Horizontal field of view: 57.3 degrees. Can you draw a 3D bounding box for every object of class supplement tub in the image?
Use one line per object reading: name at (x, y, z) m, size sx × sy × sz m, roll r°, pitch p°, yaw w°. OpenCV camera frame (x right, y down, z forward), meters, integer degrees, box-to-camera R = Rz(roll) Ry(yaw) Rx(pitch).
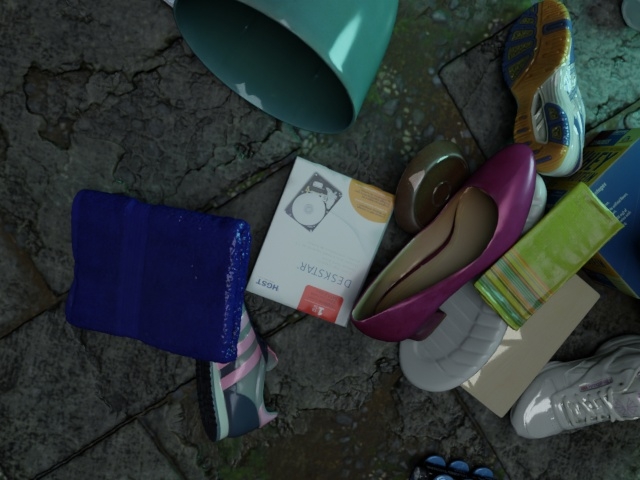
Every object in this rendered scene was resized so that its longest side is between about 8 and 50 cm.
supplement tub at (0.577, -0.409, 0.992) m, size 0.107 × 0.071 × 0.071 m, roll -29°, pitch 99°, yaw -1°

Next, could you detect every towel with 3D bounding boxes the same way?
towel at (-0.254, 0.051, 0.915) m, size 0.308 × 0.076 × 0.228 m, roll 11°, pitch 100°, yaw 20°
towel at (0.353, 0.025, 0.907) m, size 0.237 × 0.021 × 0.102 m, roll -44°, pitch 95°, yaw 0°

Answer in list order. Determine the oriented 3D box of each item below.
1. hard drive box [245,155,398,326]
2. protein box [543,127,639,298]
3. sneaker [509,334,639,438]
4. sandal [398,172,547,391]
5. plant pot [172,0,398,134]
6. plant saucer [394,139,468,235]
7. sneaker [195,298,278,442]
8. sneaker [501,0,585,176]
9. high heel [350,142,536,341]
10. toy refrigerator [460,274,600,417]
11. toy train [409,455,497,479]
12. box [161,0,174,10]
hard drive box at (0.000, 0.000, 0.977) m, size 0.181 × 0.089 × 0.232 m, roll 20°, pitch 95°, yaw -7°
protein box at (0.510, -0.051, 0.995) m, size 0.200 × 0.136 × 0.201 m, roll -45°, pitch 99°, yaw 1°
sneaker at (0.478, 0.264, 1.024) m, size 0.305 × 0.152 × 0.114 m, roll -28°, pitch 101°, yaw 0°
sandal at (0.280, 0.077, 1.002) m, size 0.102 × 0.169 × 0.416 m, roll 21°, pitch 98°, yaw -48°
plant pot at (-0.022, -0.335, 0.846) m, size 0.293 × 0.293 × 0.235 m, roll 32°, pitch 77°, yaw -8°
plant saucer at (0.191, -0.081, 0.966) m, size 0.168 × 0.029 × 0.168 m, roll -23°, pitch 128°, yaw -32°
sneaker at (-0.139, 0.169, 0.992) m, size 0.131 × 0.112 × 0.319 m, roll -3°, pitch 95°, yaw -29°
sneaker at (0.384, -0.248, 0.988) m, size 0.131 × 0.112 × 0.296 m, roll 11°, pitch 79°, yaw -47°
high heel at (0.195, 0.001, 0.903) m, size 0.181 × 0.127 × 0.377 m, roll 19°, pitch 102°, yaw -49°
toy refrigerator at (0.348, 0.163, 1.029) m, size 0.102 × 0.094 × 0.269 m, roll 38°, pitch 90°, yaw -8°
toy train at (0.247, 0.462, 1.066) m, size 0.184 × 0.080 × 0.105 m, roll 17°, pitch 104°, yaw -9°
box at (-0.182, -0.458, 0.929) m, size 0.114 × 0.036 × 0.207 m, roll 37°, pitch 92°, yaw -9°
